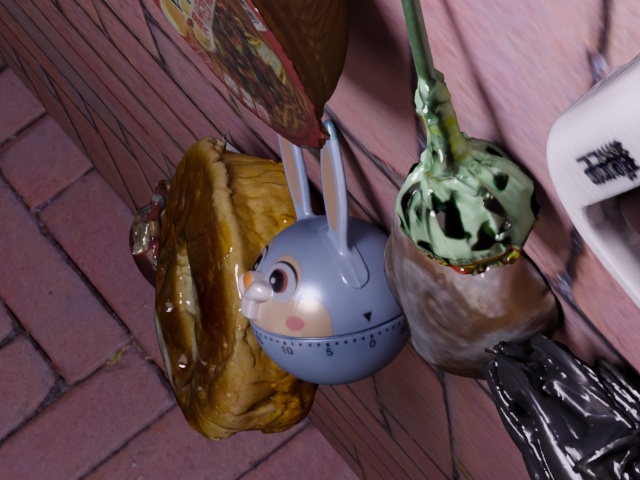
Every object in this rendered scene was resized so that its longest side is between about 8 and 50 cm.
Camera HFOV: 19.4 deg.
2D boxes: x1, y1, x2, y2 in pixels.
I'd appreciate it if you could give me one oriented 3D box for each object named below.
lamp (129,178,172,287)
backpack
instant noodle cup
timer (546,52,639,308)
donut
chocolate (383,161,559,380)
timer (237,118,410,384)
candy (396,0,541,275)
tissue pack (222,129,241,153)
[{"bbox_3d":[-0.171,0.014,2.493,0.151,0.215,0.223,13,118,23],"label":"lamp"},{"bbox_3d":[0.210,0.173,1.347,0.258,0.133,0.206,55,170,24],"label":"backpack"},{"bbox_3d":[-0.055,-0.192,1.272,0.274,0.091,0.274,49,171,10],"label":"instant noodle cup"},{"bbox_3d":[0.208,0.013,0.784,0.237,0.087,0.262,51,171,-1],"label":"timer"},{"bbox_3d":[-0.075,0.055,1.946,0.330,0.160,0.330,-177,90,-75],"label":"donut"},{"bbox_3d":[0.101,0.043,1.471,0.157,0.080,0.254,50,171,11],"label":"chocolate"},{"bbox_3d":[-0.012,0.018,1.697,0.255,0.175,0.175,58,169,-30],"label":"timer"},{"bbox_3d":[0.075,-0.094,1.149,0.091,0.083,0.305,6,139,21],"label":"candy"},{"bbox_3d":[-0.059,-0.025,2.101,0.193,0.026,0.122,46,154,27],"label":"tissue pack"}]
